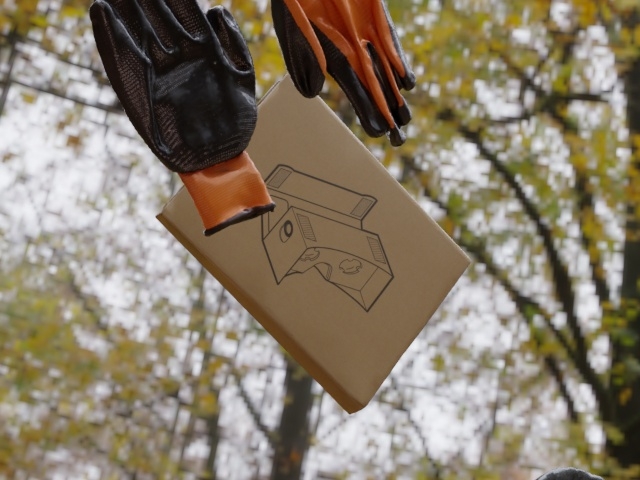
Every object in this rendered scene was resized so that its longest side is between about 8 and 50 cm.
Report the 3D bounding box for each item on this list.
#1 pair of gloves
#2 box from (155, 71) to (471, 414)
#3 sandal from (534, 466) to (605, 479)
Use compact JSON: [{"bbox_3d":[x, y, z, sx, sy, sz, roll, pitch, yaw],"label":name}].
[{"bbox_3d":[-0.015,-0.047,0.394,0.010,0.083,0.074,-21,-83,57],"label":"pair of gloves"},{"bbox_3d":[0.000,0.000,1.144,0.201,0.164,0.021,46,-34,-11],"label":"box"},{"bbox_3d":[0.130,0.293,0.762,0.168,0.445,0.107,31,-44,-23],"label":"sandal"}]
